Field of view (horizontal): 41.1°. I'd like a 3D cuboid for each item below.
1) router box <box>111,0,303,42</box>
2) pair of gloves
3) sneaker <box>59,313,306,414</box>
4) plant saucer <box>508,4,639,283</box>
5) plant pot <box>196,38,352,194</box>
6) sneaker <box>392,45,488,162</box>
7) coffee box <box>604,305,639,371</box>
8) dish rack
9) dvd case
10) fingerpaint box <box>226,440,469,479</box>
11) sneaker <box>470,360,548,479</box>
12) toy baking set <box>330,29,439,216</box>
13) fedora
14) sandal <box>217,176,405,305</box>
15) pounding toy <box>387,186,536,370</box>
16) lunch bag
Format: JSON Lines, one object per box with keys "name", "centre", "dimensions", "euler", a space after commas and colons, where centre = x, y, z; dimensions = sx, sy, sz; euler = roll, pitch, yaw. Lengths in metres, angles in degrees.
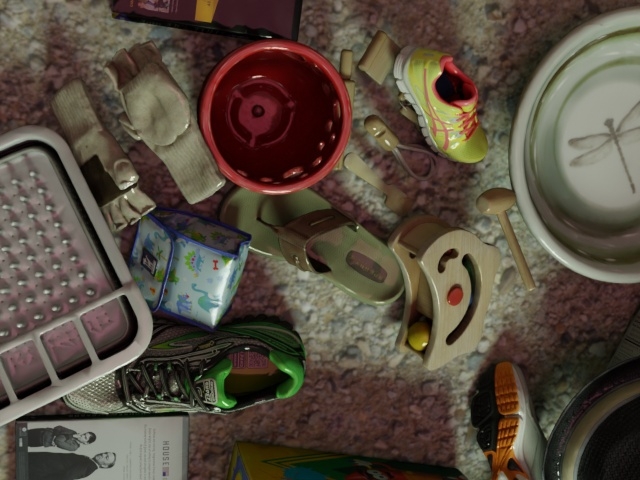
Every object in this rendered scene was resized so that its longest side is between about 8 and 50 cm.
{"name": "router box", "centre": [-0.133, -0.425, 1.104], "dimensions": [0.243, 0.081, 0.309], "euler": [6, 98, -14]}
{"name": "pair of gloves", "centre": [-0.239, -0.123, 1.066], "dimensions": [0.042, 0.240, 0.204], "euler": [-35, 105, -49]}
{"name": "sneaker", "centre": [-0.185, 0.172, 1.162], "dimensions": [0.343, 0.146, 0.134], "euler": [-8, 101, -9]}
{"name": "plant saucer", "centre": [0.452, -0.140, 1.273], "dimensions": [0.400, 0.100, 0.400], "euler": [-2, 100, -11]}
{"name": "plant pot", "centre": [-0.070, -0.162, 1.115], "dimensions": [0.191, 0.174, 0.191], "euler": [-2, 99, -12]}
{"name": "sneaker", "centre": [0.185, -0.182, 1.188], "dimensions": [0.208, 0.094, 0.081], "euler": [47, 68, -34]}
{"name": "coffee box", "centre": [0.557, 0.223, 1.349], "dimensions": [0.168, 0.119, 0.297], "euler": [27, 93, -16]}
{"name": "dish rack", "centre": [-0.399, 0.047, 1.104], "dimensions": [0.285, 0.072, 0.333], "euler": [-26, 91, -6]}
{"name": "dvd case", "centre": [-0.310, 0.335, 1.223], "dimensions": [0.238, 0.029, 0.179], "euler": [1, 99, -13]}
{"name": "fingerpaint box", "centre": [0.014, 0.550, 1.263], "dimensions": [0.371, 0.163, 0.445], "euler": [10, 97, -15]}
{"name": "sneaker", "centre": [0.312, 0.318, 1.314], "dimensions": [0.121, 0.099, 0.262], "euler": [6, 73, -37]}
{"name": "toy baking set", "centre": [0.097, -0.159, 1.201], "dimensions": [0.196, 0.030, 0.256], "euler": [2, 102, -30]}
{"name": "fedora", "centre": [0.491, 0.323, 1.208], "dimensions": [0.334, 0.152, 0.334], "euler": [-2, 100, -14]}
{"name": "sandal", "centre": [0.002, -0.001, 1.204], "dimensions": [0.302, 0.086, 0.120], "euler": [26, 93, -15]}
{"name": "pounding toy", "centre": [0.190, 0.057, 1.190], "dimensions": [0.154, 0.155, 0.270], "euler": [0, 108, -35]}
{"name": "lunch bag", "centre": [-0.186, 0.033, 1.156], "dimensions": [0.151, 0.096, 0.129], "euler": [22, 115, 7]}
